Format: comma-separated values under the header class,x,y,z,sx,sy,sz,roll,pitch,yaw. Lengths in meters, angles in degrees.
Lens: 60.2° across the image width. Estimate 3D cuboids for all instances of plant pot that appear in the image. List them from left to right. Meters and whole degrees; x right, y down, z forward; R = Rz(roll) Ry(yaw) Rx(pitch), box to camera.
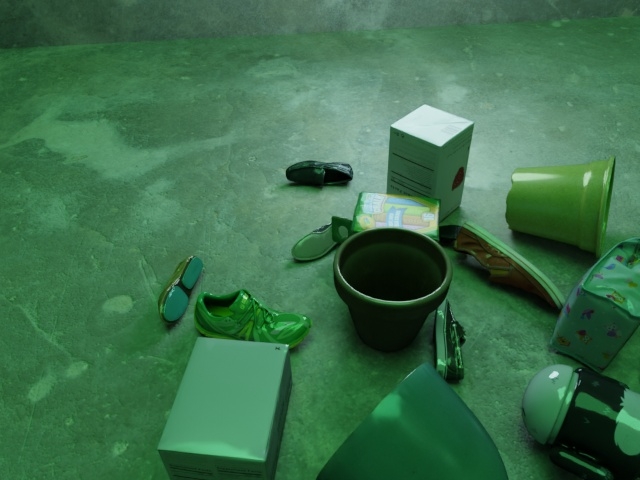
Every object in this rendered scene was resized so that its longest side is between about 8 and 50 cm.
class,x,y,z,sx,sy,sz,roll,pitch,yaw
plant pot,0.162,0.131,1.291,0.262,0.229,0.263,-2,41,1
plant pot,0.177,0.400,0.961,0.293,0.293,0.235,-34,66,-32
plant pot,0.665,-0.104,1.548,0.253,0.276,0.276,8,41,29

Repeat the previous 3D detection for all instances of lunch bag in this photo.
class,x,y,z,sx,sy,sz,roll,pitch,yaw
lunch bag,0.669,0.136,1.274,0.160,0.223,0.262,31,49,25

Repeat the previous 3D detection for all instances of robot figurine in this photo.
class,x,y,z,sx,sy,sz,roll,pitch,yaw
robot figurine,0.535,0.356,1.072,0.278,0.174,0.209,21,3,24

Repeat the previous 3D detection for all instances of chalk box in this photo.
class,x,y,z,sx,sy,sz,roll,pitch,yaw
chalk box,0.169,-0.006,1.489,0.288,0.180,0.179,5,41,10

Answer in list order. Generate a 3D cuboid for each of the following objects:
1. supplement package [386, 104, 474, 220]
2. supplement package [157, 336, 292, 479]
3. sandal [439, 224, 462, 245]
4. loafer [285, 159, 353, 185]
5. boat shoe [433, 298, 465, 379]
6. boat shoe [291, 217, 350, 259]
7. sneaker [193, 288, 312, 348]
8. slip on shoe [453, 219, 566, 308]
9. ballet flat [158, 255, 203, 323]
class,x,y,z,sx,sy,sz,roll,pitch,yaw
supplement package,0.316,-0.215,1.630,0.175,0.293,0.177,30,51,32
supplement package,-0.179,0.349,1.121,0.203,0.145,0.262,4,41,6
sandal,0.343,-0.012,1.600,0.179,0.040,0.067,0,34,24
loafer,-0.002,-0.218,1.810,0.223,0.076,0.078,-2,33,-6
boat shoe,0.303,0.229,1.298,0.070,0.078,0.219,3,50,7
boat shoe,0.000,0.000,1.592,0.206,0.075,0.065,-30,5,-21
sneaker,-0.168,0.188,1.319,0.295,0.124,0.109,6,42,8
slip on shoe,0.491,0.076,1.451,0.331,0.123,0.101,40,99,26
ballet flat,-0.375,0.134,1.444,0.073,0.080,0.232,-16,32,27
